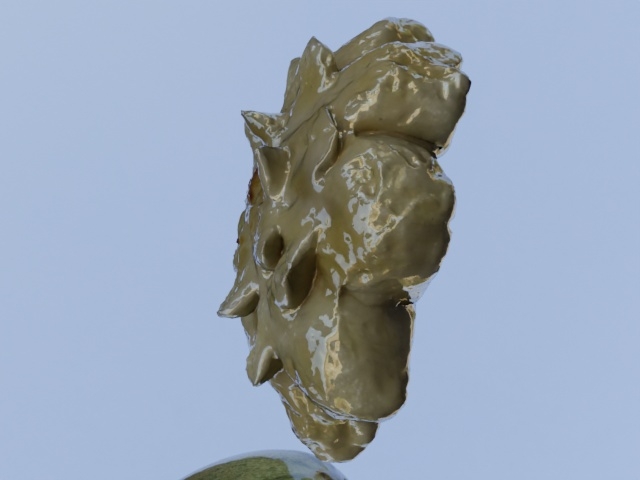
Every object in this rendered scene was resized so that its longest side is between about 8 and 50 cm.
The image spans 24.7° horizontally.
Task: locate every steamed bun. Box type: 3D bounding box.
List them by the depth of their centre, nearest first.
[{"bbox_3d":[0.000,0.000,0.980,0.295,0.137,0.292,112,165,-52],"label":"steamed bun"}]

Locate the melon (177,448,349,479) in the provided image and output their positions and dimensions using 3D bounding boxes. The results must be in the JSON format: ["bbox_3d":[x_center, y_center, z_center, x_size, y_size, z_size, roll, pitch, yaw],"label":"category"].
[{"bbox_3d":[-0.086,0.341,1.388,0.329,0.248,0.248,-45,-39,16],"label":"melon"}]
